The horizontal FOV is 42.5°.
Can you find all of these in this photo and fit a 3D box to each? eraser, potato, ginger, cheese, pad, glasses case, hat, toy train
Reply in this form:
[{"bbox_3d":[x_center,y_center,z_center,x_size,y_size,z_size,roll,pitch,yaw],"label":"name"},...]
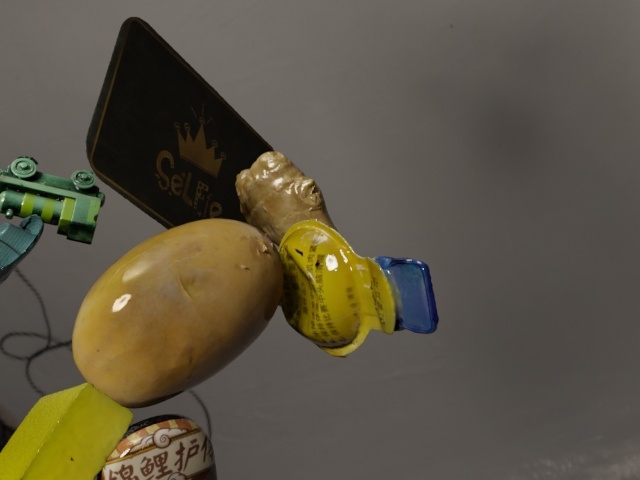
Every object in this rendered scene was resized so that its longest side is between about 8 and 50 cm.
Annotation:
[{"bbox_3d":[-0.191,0.155,0.577,0.045,0.097,0.122,41,147,-17],"label":"eraser"},{"bbox_3d":[-0.133,0.065,0.803,0.146,0.234,0.150,-23,102,49],"label":"potato"},{"bbox_3d":[0.000,0.000,1.018,0.086,0.294,0.131,-23,146,-37],"label":"ginger"},{"bbox_3d":[0.026,0.054,0.863,0.064,0.250,0.156,-20,105,-37],"label":"cheese"},{"bbox_3d":[-0.147,-0.083,1.096,0.063,0.314,0.375,-8,150,31],"label":"pad"},{"bbox_3d":[-0.176,0.337,0.915,0.122,0.082,0.321,-12,117,-28],"label":"glasses case"},{"bbox_3d":[-0.564,0.016,1.459,0.078,0.138,0.191,37,140,-18],"label":"hat"},{"bbox_3d":[-0.506,-0.076,1.531,0.200,0.132,0.083,11,140,-16],"label":"toy train"}]
